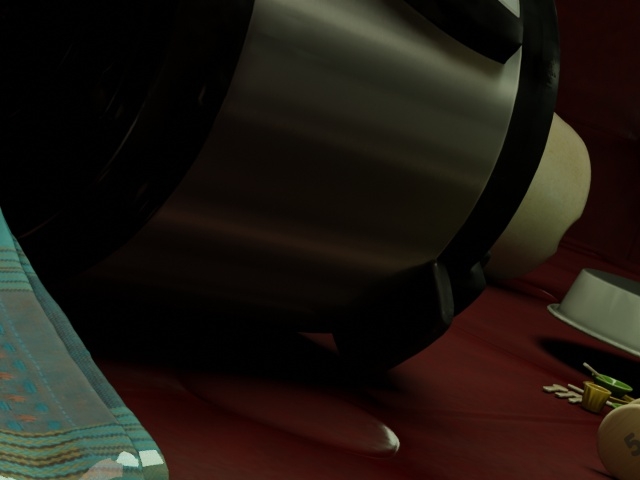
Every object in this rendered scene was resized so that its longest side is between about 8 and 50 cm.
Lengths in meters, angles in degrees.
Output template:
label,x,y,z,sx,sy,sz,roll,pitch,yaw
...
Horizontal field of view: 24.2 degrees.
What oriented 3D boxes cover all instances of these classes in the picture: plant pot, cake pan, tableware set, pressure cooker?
label,x,y,z,sx,sy,sz,roll,pitch,yaw
plant pot,0.153,-0.109,1.831,0.305,0.334,0.334,28,1,-34
cake pan,0.370,0.096,1.472,0.293,0.054,0.293,19,6,-2
tableware set,0.258,0.133,1.262,0.104,0.024,0.154,24,7,30
pressure cooker,-0.051,-0.128,1.011,0.375,0.370,0.420,20,4,43

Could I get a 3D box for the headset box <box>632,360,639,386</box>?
label,x,y,z,sx,sy,sz,roll,pitch,yaw
headset box,0.350,0.138,1.453,0.062,0.032,0.083,24,10,35

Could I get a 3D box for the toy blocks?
label,x,y,z,sx,sy,sz,roll,pitch,yaw
toy blocks,0.266,0.148,1.033,0.123,0.054,0.148,23,8,25

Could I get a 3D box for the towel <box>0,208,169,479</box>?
label,x,y,z,sx,sy,sz,roll,pitch,yaw
towel,-0.254,0.005,0.543,0.370,0.040,0.271,15,21,-36
